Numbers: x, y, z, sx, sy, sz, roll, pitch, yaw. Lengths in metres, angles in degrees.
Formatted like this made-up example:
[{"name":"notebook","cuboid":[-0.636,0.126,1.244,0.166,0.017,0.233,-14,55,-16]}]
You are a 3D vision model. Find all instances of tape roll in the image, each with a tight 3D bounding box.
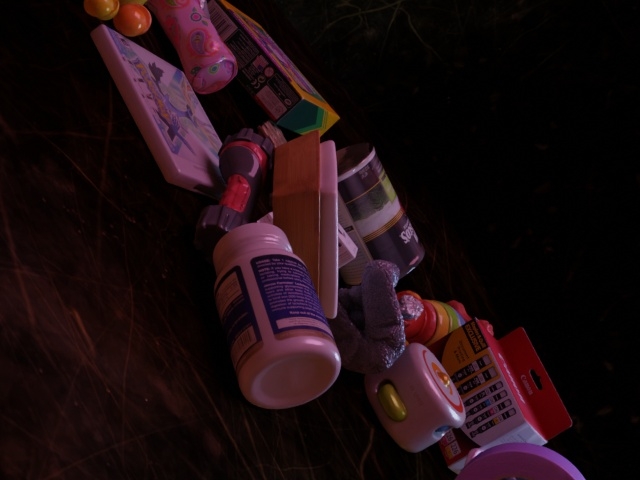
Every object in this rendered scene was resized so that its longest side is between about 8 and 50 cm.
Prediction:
[{"name":"tape roll","cuboid":[0.363,0.512,1.793,0.275,0.274,0.090,59,14,11]}]

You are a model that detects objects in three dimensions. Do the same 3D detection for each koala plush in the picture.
[{"name":"koala plush","cuboid":[0.100,0.155,1.945,0.203,0.196,0.221,69,15,5]}]

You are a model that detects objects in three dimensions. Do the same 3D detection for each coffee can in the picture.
[{"name":"coffee can","cuboid":[0.087,-0.050,2.208,0.275,0.201,0.201,62,11,-19]}]

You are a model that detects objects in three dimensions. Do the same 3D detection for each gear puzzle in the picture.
[{"name":"gear puzzle","cuboid":[-0.054,-0.136,2.374,0.339,0.044,0.175,57,12,-9]}]

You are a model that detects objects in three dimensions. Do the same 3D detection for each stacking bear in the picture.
[{"name":"stacking bear","cuboid":[0.254,0.207,2.387,0.289,0.164,0.175,26,7,-44]}]

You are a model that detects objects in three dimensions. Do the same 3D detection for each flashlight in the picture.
[{"name":"flashlight","cuboid":[-0.152,-0.082,1.696,0.304,0.103,0.103,-75,170,-56]}]

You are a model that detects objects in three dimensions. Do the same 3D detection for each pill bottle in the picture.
[{"name":"pill bottle","cuboid":[-0.076,0.107,1.484,0.153,0.153,0.265,42,20,-46]}]

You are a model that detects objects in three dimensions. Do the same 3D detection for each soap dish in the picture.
[{"name":"soap dish","cuboid":[-0.029,-0.019,1.752,0.229,0.118,0.291,-91,-178,-58]}]

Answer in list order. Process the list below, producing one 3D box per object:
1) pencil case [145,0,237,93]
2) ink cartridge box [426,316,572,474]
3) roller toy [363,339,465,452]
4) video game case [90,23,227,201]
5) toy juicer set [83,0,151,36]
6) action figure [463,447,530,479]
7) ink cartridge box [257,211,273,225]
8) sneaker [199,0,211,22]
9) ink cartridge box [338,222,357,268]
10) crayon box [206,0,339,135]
[{"name":"pencil case","cuboid":[-0.289,-0.458,2.149,0.284,0.124,0.124,60,14,18]},{"name":"ink cartridge box","cuboid":[0.376,0.344,2.234,0.130,0.272,0.309,43,18,-43]},{"name":"roller toy","cuboid":[0.192,0.306,1.956,0.191,0.146,0.209,51,14,-23]},{"name":"video game case","cuboid":[-0.269,-0.221,1.827,0.329,0.036,0.300,60,14,17]},{"name":"toy juicer set","cuboid":[-0.434,-0.479,1.764,0.329,0.089,0.209,37,30,-42]},{"name":"action figure","cuboid":[0.441,0.640,2.108,0.275,0.248,0.370,16,-24,29]},{"name":"ink cartridge box","cuboid":[-0.095,-0.031,1.998,0.048,0.028,0.083,56,14,1]},{"name":"sneaker","cuboid":[-0.283,-0.493,2.339,0.132,0.086,0.229,51,24,-39]},{"name":"ink cartridge box","cuboid":[0.000,0.000,2.102,0.135,0.099,0.056,52,20,-13]},{"name":"crayon box","cuboid":[-0.139,-0.437,2.544,0.363,0.106,0.313,51,11,13]}]
